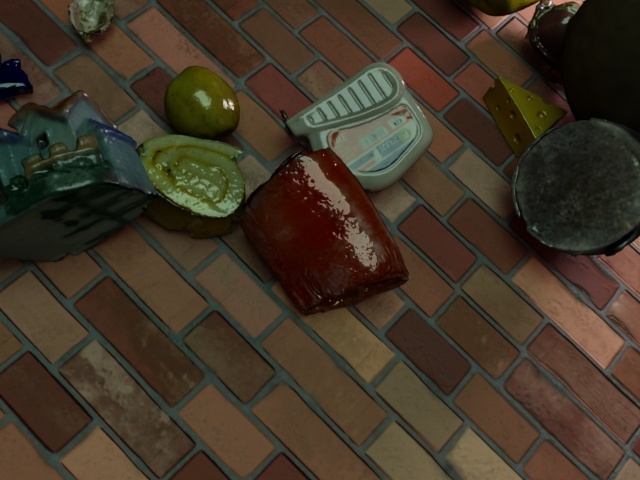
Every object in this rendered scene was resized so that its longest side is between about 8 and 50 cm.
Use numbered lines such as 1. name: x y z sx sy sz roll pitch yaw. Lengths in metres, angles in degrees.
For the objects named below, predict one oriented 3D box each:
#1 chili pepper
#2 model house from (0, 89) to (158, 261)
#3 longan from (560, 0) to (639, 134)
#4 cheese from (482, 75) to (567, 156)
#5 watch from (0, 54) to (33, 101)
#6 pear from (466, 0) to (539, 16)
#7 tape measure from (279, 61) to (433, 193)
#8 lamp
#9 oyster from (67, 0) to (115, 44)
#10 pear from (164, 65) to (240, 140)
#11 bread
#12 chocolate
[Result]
1. chili pepper: 0.000 0.000 1.406 0.251 0.229 0.305 -32 81 10
2. model house: -0.505 -0.162 1.333 0.295 0.252 0.329 -30 69 19
3. longan: 0.745 -0.376 1.593 0.404 0.404 0.436 -54 129 -24
4. cheese: 0.462 -0.305 1.705 0.126 0.093 0.171 -40 80 -22
5. watch: -0.706 -0.374 1.428 0.196 0.200 0.171 -23 71 -16
6. pear: 0.452 -0.704 1.769 0.294 0.294 0.294 4 68 -10
7. tape measure: 0.086 -0.232 1.550 0.258 0.130 0.265 -35 94 -5
8. lamp: 0.609 -0.498 1.797 0.215 0.151 0.223 -24 118 -14
9. oyster: -0.505 -0.485 1.594 0.103 0.051 0.148 11 51 -4
10. pear: -0.247 -0.278 1.515 0.149 0.149 0.162 -39 84 -23
11. bread: -0.268 -0.116 1.461 0.257 0.124 0.185 19 59 -3
12. chocolate: 0.586 -0.094 1.579 0.303 0.213 0.303 -6 77 27
